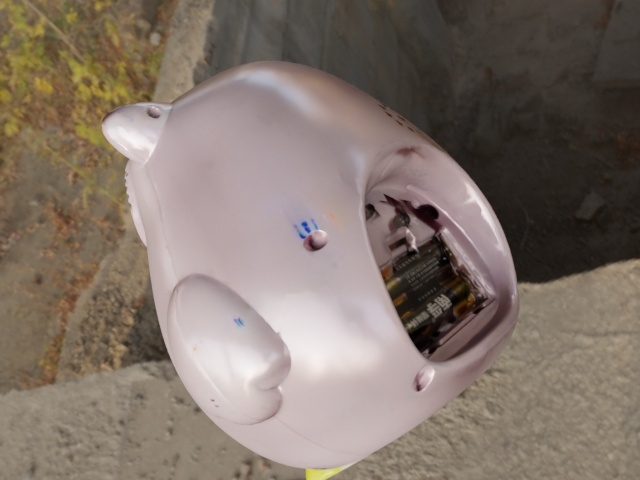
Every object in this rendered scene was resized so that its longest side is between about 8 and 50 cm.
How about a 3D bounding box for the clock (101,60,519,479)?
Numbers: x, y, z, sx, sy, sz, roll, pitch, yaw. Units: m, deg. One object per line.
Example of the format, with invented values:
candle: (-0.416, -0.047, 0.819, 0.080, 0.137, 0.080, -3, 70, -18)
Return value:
clock: (0.000, 0.000, 0.727, 0.250, 0.368, 0.376, -38, 83, 39)
